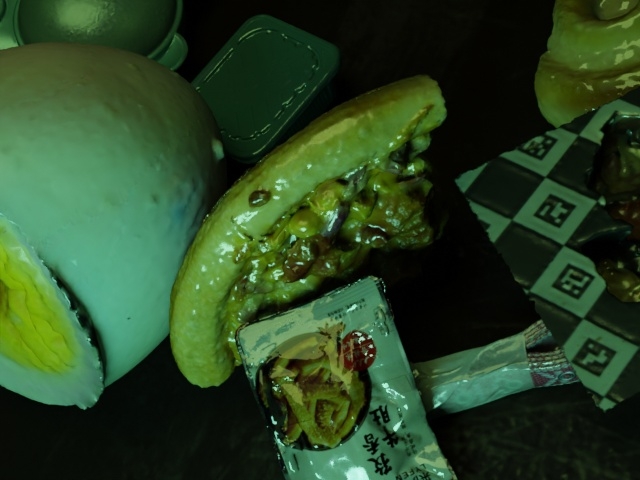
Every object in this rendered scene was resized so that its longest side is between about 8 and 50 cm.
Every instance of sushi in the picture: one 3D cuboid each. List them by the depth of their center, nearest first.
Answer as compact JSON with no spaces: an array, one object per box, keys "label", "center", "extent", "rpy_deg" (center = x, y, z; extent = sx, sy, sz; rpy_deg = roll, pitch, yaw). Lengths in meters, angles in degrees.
[{"label":"sushi","center":[0.313,-0.004,1.458],"extent":[0.294,0.059,0.292],"rpy_deg":[-26,53,-7]}]

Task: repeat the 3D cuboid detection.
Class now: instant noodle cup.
[{"label":"instant noodle cup","center":[-0.065,-0.159,1.793],"extent":[0.157,0.070,0.179],"rpy_deg":[29,71,38]}]

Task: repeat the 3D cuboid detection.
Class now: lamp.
[{"label":"lamp","center":[-0.297,-0.271,1.942],"extent":[0.284,0.147,0.209],"rpy_deg":[-9,55,22]}]

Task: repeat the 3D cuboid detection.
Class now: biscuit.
[{"label":"biscuit","center":[0.342,-0.234,1.629],"extent":[0.213,0.091,0.274],"rpy_deg":[-2,53,28]}]

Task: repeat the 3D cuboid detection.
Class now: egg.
[{"label":"egg","center":[-0.254,-0.056,1.632],"extent":[0.354,0.354,0.340],"rpy_deg":[16,49,35]}]

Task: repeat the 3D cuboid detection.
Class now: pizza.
[{"label":"pizza","center":[0.000,0.000,1.523],"extent":[0.409,0.278,0.114],"rpy_deg":[-43,57,23]}]

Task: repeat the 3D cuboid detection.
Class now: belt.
[{"label":"belt","center":[0.152,0.124,1.478],"extent":[0.232,0.053,0.071],"rpy_deg":[-21,55,11]}]

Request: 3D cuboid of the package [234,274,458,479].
[{"label":"package","center":[0.027,0.165,1.454],"extent":[0.154,0.030,0.239],"rpy_deg":[-22,82,10]}]
